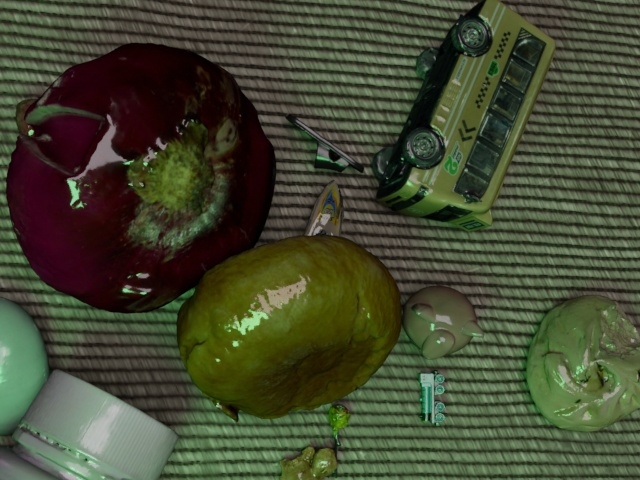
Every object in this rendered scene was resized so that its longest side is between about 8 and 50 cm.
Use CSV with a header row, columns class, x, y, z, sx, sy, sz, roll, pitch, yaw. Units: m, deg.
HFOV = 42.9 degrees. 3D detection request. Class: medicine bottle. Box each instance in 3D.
class,x,y,z,sx,sy,sz,roll,pitch,yaw
medicine bottle,-0.368,0.370,1.143,0.256,0.256,0.325,29,69,-5

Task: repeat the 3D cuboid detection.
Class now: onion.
class,x,y,z,sx,sy,sz,roll,pitch,yaw
onion,-0.306,-0.102,1.212,0.420,0.398,0.398,15,78,36

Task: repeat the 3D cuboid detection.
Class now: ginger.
class,x,y,z,sx,sy,sz,roll,pitch,yaw
ginger,-0.039,0.436,1.294,0.193,0.052,0.176,-24,87,-4

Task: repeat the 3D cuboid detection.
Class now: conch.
class,x,y,z,sx,sy,sz,roll,pitch,yaw
conch,-0.500,0.192,1.224,0.184,0.121,0.221,-25,93,18

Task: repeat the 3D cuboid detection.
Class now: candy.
class,x,y,z,sx,sy,sz,roll,pitch,yaw
candy,0.028,0.328,1.328,0.035,0.035,0.123,2,91,-49

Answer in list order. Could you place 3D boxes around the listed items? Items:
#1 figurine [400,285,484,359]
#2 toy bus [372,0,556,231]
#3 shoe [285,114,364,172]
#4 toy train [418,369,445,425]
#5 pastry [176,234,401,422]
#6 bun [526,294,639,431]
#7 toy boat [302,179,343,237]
class,x,y,z,sx,sy,sz,roll,pitch,yaw
figurine,0.192,0.134,1.326,0.125,0.138,0.125,0,90,-8
toy bus,0.239,-0.201,1.355,0.201,0.177,0.365,27,78,-11
shoe,-0.002,-0.149,1.369,0.159,0.062,0.053,38,92,-4
toy train,0.186,0.263,1.363,0.045,0.029,0.092,1,84,-2
pastry,-0.043,0.135,1.194,0.355,0.356,0.164,-12,53,-11
bun,0.461,0.207,1.370,0.209,0.116,0.237,17,82,-8
toy boat,0.000,0.000,1.345,0.084,0.066,0.210,13,80,-9
